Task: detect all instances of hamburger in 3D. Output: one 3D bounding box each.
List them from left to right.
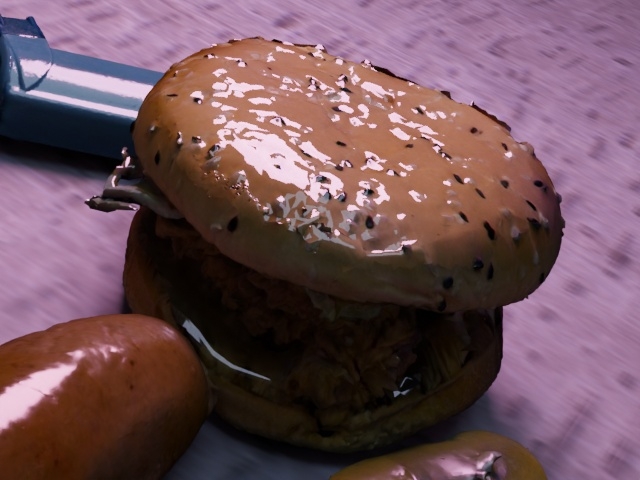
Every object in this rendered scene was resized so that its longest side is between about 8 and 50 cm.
[{"bbox_3d":[0.000,0.000,0.924,0.318,0.195,0.277,24,29,9],"label":"hamburger"}]

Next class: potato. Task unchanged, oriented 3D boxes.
[{"bbox_3d":[0.067,0.170,0.796,0.188,0.085,0.105,-4,35,-27],"label":"potato"}]

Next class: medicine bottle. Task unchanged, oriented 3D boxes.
[{"bbox_3d":[-0.175,-0.117,1.119,0.258,0.079,0.124,12,31,-13],"label":"medicine bottle"}]

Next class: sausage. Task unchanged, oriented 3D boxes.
[{"bbox_3d":[-0.199,0.152,0.628,0.136,0.123,0.501,40,32,2],"label":"sausage"}]
